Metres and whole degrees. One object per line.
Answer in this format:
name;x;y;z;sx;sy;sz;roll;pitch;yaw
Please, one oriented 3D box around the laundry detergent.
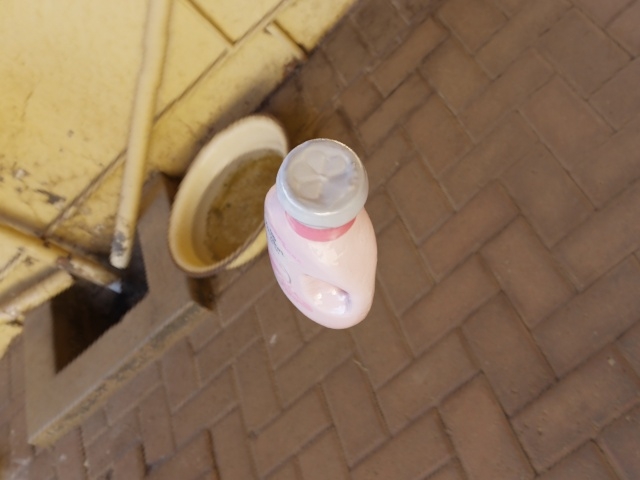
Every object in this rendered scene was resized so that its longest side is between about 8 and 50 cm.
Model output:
laundry detergent;0.000;0.000;0.847;0.088;0.335;0.159;-42;77;-13
